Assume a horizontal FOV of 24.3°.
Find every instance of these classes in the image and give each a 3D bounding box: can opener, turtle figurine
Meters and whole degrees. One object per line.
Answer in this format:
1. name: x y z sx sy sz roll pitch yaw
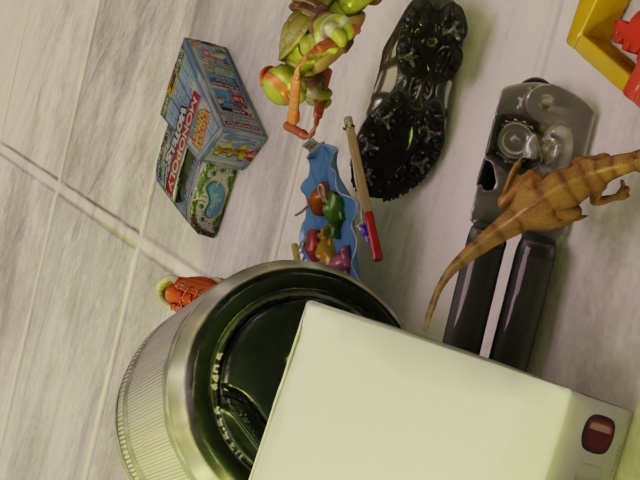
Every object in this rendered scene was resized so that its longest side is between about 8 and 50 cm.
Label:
1. can opener: 0.146 0.014 1.158 0.095 0.076 0.284 -41 -36 -82
2. turtle figurine: 0.012 -0.194 1.348 0.217 0.087 0.269 -50 -4 -8

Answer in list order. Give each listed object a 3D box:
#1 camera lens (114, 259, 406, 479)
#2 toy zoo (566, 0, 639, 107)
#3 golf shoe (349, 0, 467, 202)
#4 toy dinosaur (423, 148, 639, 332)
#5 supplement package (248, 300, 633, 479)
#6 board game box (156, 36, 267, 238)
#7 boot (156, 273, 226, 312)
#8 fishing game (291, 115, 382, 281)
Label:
1. camera lens: -0.052 0.145 1.280 0.274 0.219 0.219 147 128 -65
2. toy zoo: 0.263 -0.177 1.016 0.192 0.030 0.293 -67 29 23
3. golf shoe: 0.081 -0.130 1.323 0.094 0.077 0.198 -85 16 -64
4. toy dinosaur: 0.149 -0.023 1.052 0.211 0.064 0.112 -32 2 9
5. supplement package: 0.063 0.201 1.015 0.204 0.145 0.262 17 87 30
6. board game box: -0.134 -0.112 1.722 0.194 0.060 0.194 48 123 58
7. boot: -0.123 0.072 1.614 0.158 0.084 0.059 19 96 61
8. fishing game: 0.000 0.000 1.367 0.264 0.041 0.189 119 143 -64
